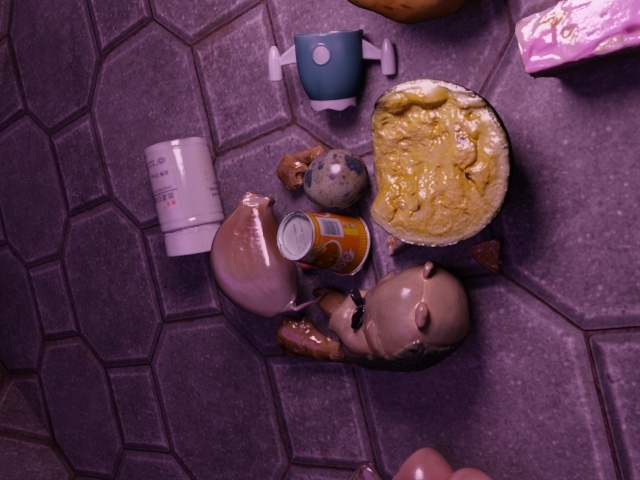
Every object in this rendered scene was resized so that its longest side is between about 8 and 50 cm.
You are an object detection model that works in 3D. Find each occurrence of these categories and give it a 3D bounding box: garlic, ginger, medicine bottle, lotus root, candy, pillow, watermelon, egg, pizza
[{"bbox_3d":[-0.158,0.064,1.692,0.246,0.231,0.340,-32,84,-1],"label":"garlic"},{"bbox_3d":[-0.001,0.266,1.650,0.295,0.086,0.131,5,112,38],"label":"ginger"},{"bbox_3d":[-0.388,-0.120,1.835,0.190,0.190,0.332,-12,91,42],"label":"medicine bottle"},{"bbox_3d":[0.040,0.168,1.611,0.150,0.062,0.073,38,96,32],"label":"lotus root"},{"bbox_3d":[0.483,-0.359,1.060,0.265,0.155,0.115,-6,98,42],"label":"candy"},{"bbox_3d":[0.103,0.687,1.679,0.130,0.038,0.232,49,127,19],"label":"pillow"},{"bbox_3d":[0.247,-0.163,1.287,0.331,0.189,0.330,8,108,24],"label":"watermelon"},{"bbox_3d":[0.031,-0.142,1.503,0.182,0.141,0.141,-21,85,48],"label":"egg"},{"bbox_3d":[0.362,0.025,1.328,0.083,0.025,0.078,47,130,15],"label":"pizza"},{"bbox_3d":[-0.053,-0.183,1.614,0.165,0.067,0.096,-16,66,42],"label":"ginger"}]

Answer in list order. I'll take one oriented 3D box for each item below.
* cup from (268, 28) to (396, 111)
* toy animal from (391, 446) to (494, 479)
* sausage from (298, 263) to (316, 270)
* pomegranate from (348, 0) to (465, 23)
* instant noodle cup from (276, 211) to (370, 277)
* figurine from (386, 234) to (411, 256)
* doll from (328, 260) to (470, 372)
[{"bbox_3d":[0.024,-0.391,1.449,0.300,0.167,0.173,1,110,15],"label":"cup"},{"bbox_3d":[0.286,0.588,1.414,0.221,0.230,0.210,-113,12,-62],"label":"toy animal"},{"bbox_3d":[0.025,0.055,1.622,0.223,0.029,0.029,-10,92,41],"label":"sausage"},{"bbox_3d":[0.170,-0.579,1.185,0.333,0.333,0.332,10,105,39],"label":"pomegranate"},{"bbox_3d":[0.000,0.000,1.505,0.168,0.185,0.168,-7,80,41],"label":"instant noodle cup"},{"bbox_3d":[0.184,0.001,1.471,0.083,0.047,0.050,-39,59,46],"label":"figurine"},{"bbox_3d":[0.163,0.179,1.404,0.349,0.247,0.247,-37,74,54],"label":"doll"}]
